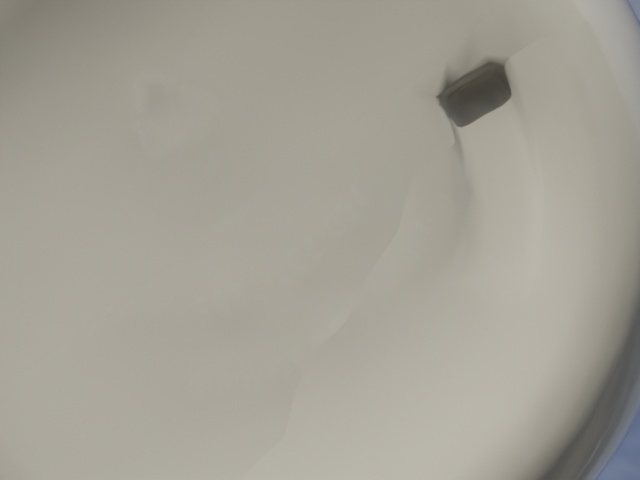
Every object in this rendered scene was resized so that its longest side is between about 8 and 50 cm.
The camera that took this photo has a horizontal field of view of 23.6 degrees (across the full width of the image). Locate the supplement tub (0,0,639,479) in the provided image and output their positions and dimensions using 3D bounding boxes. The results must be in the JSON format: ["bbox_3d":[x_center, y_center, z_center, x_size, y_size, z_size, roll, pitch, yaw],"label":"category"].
[{"bbox_3d":[0.000,0.000,0.564,0.241,0.241,0.331,-1,-4,8],"label":"supplement tub"}]
